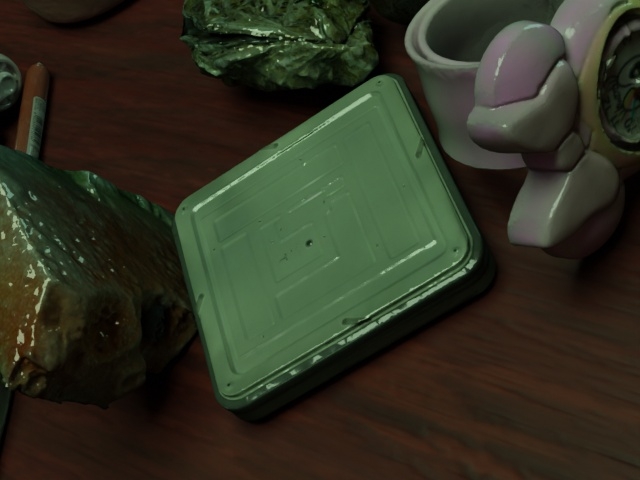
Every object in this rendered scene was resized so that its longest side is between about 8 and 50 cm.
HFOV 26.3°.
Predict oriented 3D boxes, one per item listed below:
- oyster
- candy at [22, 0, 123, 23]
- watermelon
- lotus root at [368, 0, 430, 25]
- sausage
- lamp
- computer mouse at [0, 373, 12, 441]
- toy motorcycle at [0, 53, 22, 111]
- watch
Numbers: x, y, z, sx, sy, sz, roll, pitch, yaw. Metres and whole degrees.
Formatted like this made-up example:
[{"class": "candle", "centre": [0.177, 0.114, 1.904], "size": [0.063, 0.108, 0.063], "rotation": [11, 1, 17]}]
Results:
[{"class": "oyster", "centre": [-0.043, -0.221, 1.373], "size": [0.198, 0.112, 0.267], "rotation": [-22, 37, 10]}, {"class": "candy", "centre": [-0.274, -0.378, 1.658], "size": [0.255, 0.094, 0.255], "rotation": [-19, 49, 23]}, {"class": "watermelon", "centre": [-0.236, 0.017, 1.253], "size": [0.302, 0.264, 0.151], "rotation": [38, 97, 35]}, {"class": "lotus root", "centre": [0.133, -0.304, 1.214], "size": [0.322, 0.140, 0.158], "rotation": [140, 138, -63]}, {"class": "sausage", "centre": [-0.331, -0.121, 1.553], "size": [0.029, 0.029, 0.223], "rotation": [-19, 50, 23]}, {"class": "lamp", "centre": [0.000, 0.000, 1.223], "size": [0.266, 0.047, 0.269], "rotation": [-33, 45, 12]}, {"class": "computer mouse", "centre": [-0.371, 0.165, 1.341], "size": [0.128, 0.079, 0.231], "rotation": [-17, 53, 27]}, {"class": "toy motorcycle", "centre": [-0.430, -0.113, 1.560], "size": [0.112, 0.112, 0.254], "rotation": [10, 66, 39]}, {"class": "watch", "centre": [0.171, -0.123, 1.114], "size": [0.248, 0.211, 0.217], "rotation": [-40, 35, -22]}]
